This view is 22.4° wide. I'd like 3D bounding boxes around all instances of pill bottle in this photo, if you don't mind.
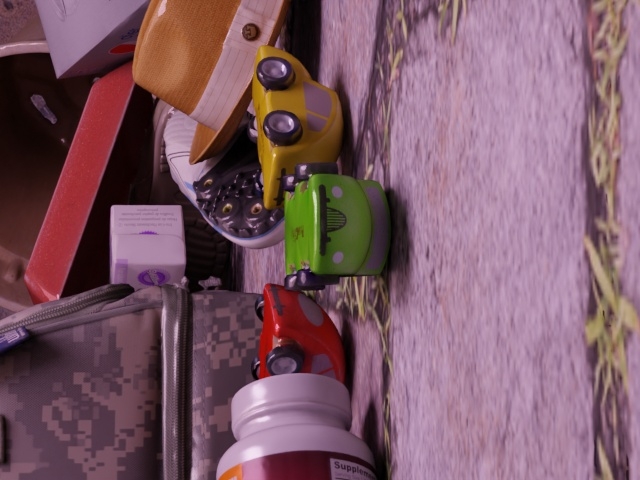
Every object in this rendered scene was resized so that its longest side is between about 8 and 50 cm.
[{"bbox_3d":[-0.010,0.151,0.835,0.086,0.086,0.152,105,161,-58],"label":"pill bottle"}]

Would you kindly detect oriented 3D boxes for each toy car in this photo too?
[{"bbox_3d":[0.000,0.000,0.875,0.225,0.053,0.239,163,106,-80],"label":"toy car"}]

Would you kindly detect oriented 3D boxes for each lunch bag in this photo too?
[{"bbox_3d":[-0.146,0.139,1.128,0.305,0.256,0.213,141,128,-77],"label":"lunch bag"}]

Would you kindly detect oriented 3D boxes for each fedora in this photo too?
[{"bbox_3d":[-0.075,-0.149,1.091,0.194,0.079,0.194,-159,90,-78],"label":"fedora"}]

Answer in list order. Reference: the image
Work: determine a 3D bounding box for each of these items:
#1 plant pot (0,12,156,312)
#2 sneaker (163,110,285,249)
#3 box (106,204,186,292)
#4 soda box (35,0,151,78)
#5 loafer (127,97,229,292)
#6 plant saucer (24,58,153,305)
[{"bbox_3d":[-0.276,-0.129,1.848,0.305,0.333,0.334,-84,-1,-61],"label":"plant pot"},{"bbox_3d":[-0.053,-0.041,1.157,0.086,0.085,0.237,57,177,-24],"label":"sneaker"},{"bbox_3d":[-0.170,0.079,1.519,0.324,0.067,0.063,106,161,-57],"label":"box"},{"bbox_3d":[-0.156,-0.227,1.386,0.286,0.091,0.098,-21,84,61],"label":"soda box"},{"bbox_3d":[-0.132,-0.043,1.542,0.092,0.102,0.268,-100,23,-51],"label":"loafer"},{"bbox_3d":[-0.217,-0.014,1.536,0.259,0.047,0.258,97,-172,-68],"label":"plant saucer"}]
